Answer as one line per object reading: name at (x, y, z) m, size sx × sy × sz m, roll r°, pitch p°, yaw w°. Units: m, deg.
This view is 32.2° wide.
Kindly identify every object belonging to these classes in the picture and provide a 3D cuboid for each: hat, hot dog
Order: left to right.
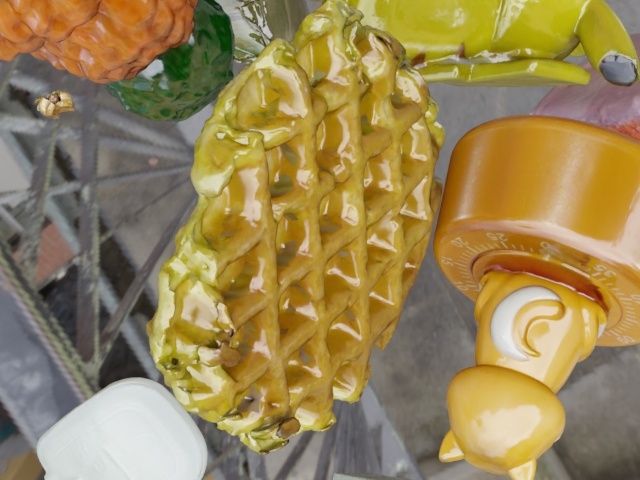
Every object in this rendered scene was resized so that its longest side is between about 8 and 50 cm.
hot dog at (-0.397, -0.207, 1.655) m, size 0.056 × 0.133 × 0.041 m, roll -26°, pitch 95°, yaw -8°
hat at (-0.199, -0.202, 0.878) m, size 0.285 × 0.285 × 0.400 m, roll -28°, pitch 135°, yaw 11°

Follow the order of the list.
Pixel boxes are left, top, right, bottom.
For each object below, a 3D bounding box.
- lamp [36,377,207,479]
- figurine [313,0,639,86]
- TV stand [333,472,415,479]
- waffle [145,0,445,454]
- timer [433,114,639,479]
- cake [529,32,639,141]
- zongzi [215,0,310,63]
lamp at (-0.101, 0.098, 0.286) m, size 0.056 × 0.198 × 0.050 m, roll -34°, pitch 93°, yaw 30°
figurine at (0.156, -0.231, 1.087) m, size 0.326 × 0.218 × 0.169 m, roll -2°, pitch 111°, yaw -10°
TV stand at (0.138, 0.372, 1.510) m, size 0.088 × 0.269 × 0.083 m, roll 13°, pitch 78°, yaw -42°
waffle at (0.000, 0.000, 0.758) m, size 0.068 × 0.325 × 0.302 m, roll 16°, pitch 82°, yaw 29°
timer at (0.099, 0.039, 0.516) m, size 0.132 × 0.132 × 0.152 m, roll 27°, pitch 68°, yaw -6°
cake at (0.489, -0.161, 1.576) m, size 0.230 × 0.309 × 0.237 m, roll -40°, pitch 106°, yaw -12°
zongzi at (-0.195, -0.369, 1.276) m, size 0.360 × 0.160 × 0.323 m, roll 6°, pitch 112°, yaw 29°
